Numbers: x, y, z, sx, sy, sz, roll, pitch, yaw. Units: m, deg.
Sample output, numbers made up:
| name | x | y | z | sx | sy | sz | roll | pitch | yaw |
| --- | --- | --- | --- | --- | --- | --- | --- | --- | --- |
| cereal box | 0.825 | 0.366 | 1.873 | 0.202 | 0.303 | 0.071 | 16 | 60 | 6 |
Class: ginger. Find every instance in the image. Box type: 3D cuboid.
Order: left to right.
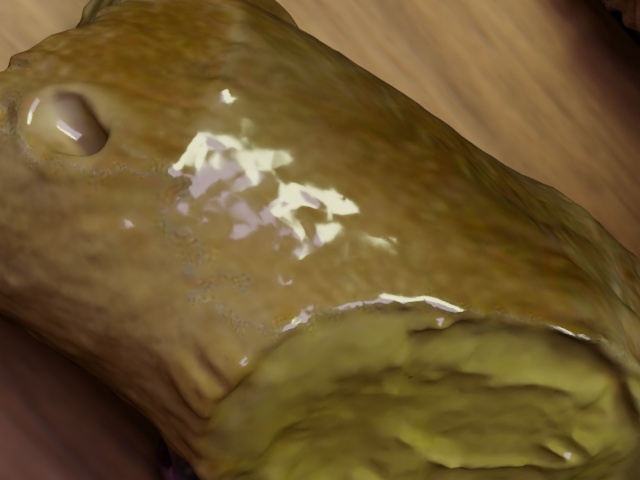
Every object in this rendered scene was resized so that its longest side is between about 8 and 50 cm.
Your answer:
| name | x | y | z | sx | sy | sz | roll | pitch | yaw |
| --- | --- | --- | --- | --- | --- | --- | --- | --- | --- |
| ginger | 0.000 | 0.000 | 0.483 | 0.276 | 0.130 | 0.221 | 23 | 26 | -41 |

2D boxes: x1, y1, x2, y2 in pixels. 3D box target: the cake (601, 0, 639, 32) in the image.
| name | x | y | z | sx | sy | sz | roll | pitch | yaw |
| --- | --- | --- | --- | --- | --- | --- | --- | --- | --- |
| cake | 0.203 | -0.149 | 0.622 | 0.185 | 0.178 | 0.208 | 60 | 20 | 12 |

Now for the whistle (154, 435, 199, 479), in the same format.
| name | x | y | z | sx | sy | sz | roll | pitch | yaw |
| --- | --- | --- | --- | --- | --- | --- | --- | --- | --- |
| whistle | -0.027 | 0.131 | 0.493 | 0.033 | 0.033 | 0.176 | -11 | 82 | -29 |
